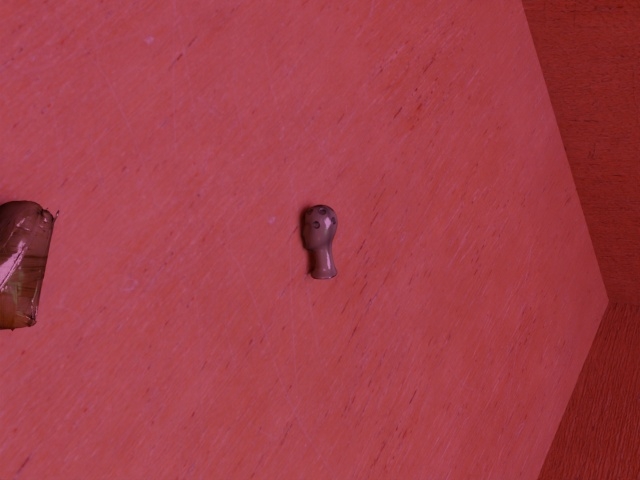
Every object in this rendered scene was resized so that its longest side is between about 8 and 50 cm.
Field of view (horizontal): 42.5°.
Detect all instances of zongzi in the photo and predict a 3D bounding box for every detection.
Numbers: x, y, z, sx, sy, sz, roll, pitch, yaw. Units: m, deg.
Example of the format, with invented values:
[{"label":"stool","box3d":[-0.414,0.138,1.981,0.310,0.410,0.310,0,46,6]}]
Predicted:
[{"label":"zongzi","box3d":[-0.487,0.024,1.170,0.197,0.099,0.194,20,77,-43]}]

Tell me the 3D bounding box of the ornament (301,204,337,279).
[{"label":"ornament","box3d":[0.000,0.000,1.791,0.075,0.081,0.156,-74,160,-74]}]
